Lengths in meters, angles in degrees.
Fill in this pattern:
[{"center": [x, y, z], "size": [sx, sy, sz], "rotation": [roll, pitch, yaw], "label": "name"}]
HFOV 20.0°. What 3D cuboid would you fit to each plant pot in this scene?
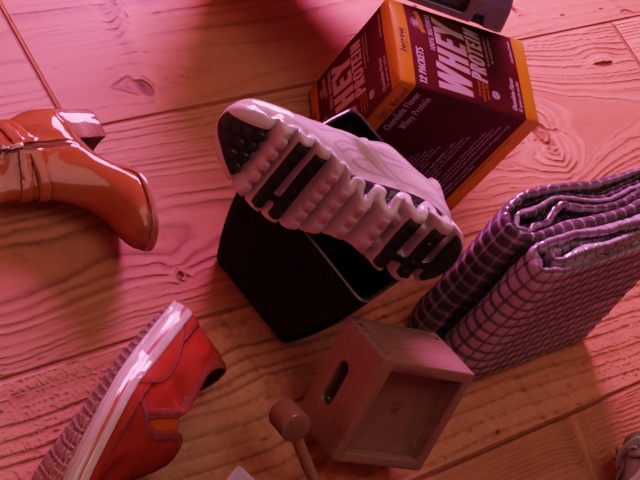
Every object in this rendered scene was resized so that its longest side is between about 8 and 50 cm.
[{"center": [0.000, 0.000, 1.962], "size": [0.187, 0.167, 0.188], "rotation": [51, 45, 7], "label": "plant pot"}]

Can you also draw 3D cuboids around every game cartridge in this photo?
[{"center": [0.053, -0.343, 2.202], "size": [0.355, 0.068, 0.230], "rotation": [19, 15, -4], "label": "game cartridge"}]

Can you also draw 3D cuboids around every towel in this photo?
[{"center": [0.257, 0.031, 2.081], "size": [0.284, 0.235, 0.121], "rotation": [-16, 63, -43], "label": "towel"}]

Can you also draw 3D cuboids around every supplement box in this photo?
[{"center": [0.119, -0.159, 2.150], "size": [0.194, 0.191, 0.129], "rotation": [14, 51, -27], "label": "supplement box"}]

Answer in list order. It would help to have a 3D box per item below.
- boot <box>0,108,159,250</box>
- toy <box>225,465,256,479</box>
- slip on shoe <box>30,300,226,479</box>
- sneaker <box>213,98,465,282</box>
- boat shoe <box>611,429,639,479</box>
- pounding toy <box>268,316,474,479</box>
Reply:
[{"center": [-0.269, -0.054, 1.879], "size": [0.152, 0.073, 0.197], "rotation": [-13, 55, -43], "label": "boot"}, {"center": [-0.101, 0.344, 1.710], "size": [0.137, 0.056, 0.237], "rotation": [44, 48, -5], "label": "toy"}, {"center": [-0.183, 0.185, 1.731], "size": [0.101, 0.123, 0.331], "rotation": [43, 39, -7], "label": "slip on shoe"}, {"center": [0.016, -0.065, 1.839], "size": [0.292, 0.110, 0.118], "rotation": [30, 37, -26], "label": "sneaker"}, {"center": [0.383, 0.261, 2.099], "size": [0.267, 0.096, 0.088], "rotation": [-24, 70, -45], "label": "boat shoe"}, {"center": [0.022, 0.174, 1.878], "size": [0.206, 0.181, 0.094], "rotation": [13, 24, -39], "label": "pounding toy"}]
